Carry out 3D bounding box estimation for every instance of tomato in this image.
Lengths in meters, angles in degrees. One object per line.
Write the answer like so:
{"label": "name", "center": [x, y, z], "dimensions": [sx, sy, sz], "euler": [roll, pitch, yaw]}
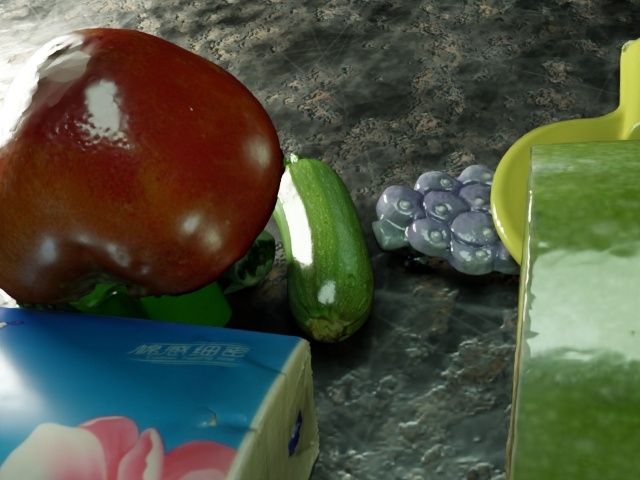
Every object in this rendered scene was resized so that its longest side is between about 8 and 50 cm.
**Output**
{"label": "tomato", "center": [-0.150, -0.066, 0.553], "dimensions": [0.232, 0.140, 0.200], "euler": [-10, 48, 12]}

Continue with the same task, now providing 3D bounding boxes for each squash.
{"label": "squash", "center": [0.289, 0.080, 0.401], "dimensions": [0.384, 0.263, 0.263], "euler": [3, 46, 13]}
{"label": "squash", "center": [0.000, 0.000, 0.678], "dimensions": [0.077, 0.068, 0.219], "euler": [1, 41, -16]}

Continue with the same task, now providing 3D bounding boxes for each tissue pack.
{"label": "tissue pack", "center": [-0.152, 0.129, 0.500], "dimensions": [0.269, 0.137, 0.209], "euler": [2, 21, 15]}

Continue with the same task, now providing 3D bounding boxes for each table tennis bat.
{"label": "table tennis bat", "center": [0.273, -0.067, 0.700], "dimensions": [0.224, 0.054, 0.369], "euler": [16, 49, 11]}

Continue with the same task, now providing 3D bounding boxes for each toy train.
{"label": "toy train", "center": [-0.163, -0.001, 0.675], "dimensions": [0.243, 0.132, 0.188], "euler": [23, 60, 31]}

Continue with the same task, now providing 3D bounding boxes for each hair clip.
{"label": "hair clip", "center": [0.141, -0.012, 0.689], "dimensions": [0.195, 0.052, 0.124], "euler": [-12, 53, -12]}
